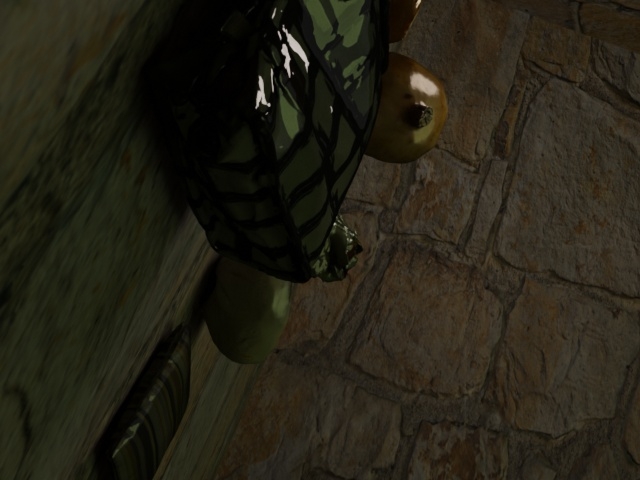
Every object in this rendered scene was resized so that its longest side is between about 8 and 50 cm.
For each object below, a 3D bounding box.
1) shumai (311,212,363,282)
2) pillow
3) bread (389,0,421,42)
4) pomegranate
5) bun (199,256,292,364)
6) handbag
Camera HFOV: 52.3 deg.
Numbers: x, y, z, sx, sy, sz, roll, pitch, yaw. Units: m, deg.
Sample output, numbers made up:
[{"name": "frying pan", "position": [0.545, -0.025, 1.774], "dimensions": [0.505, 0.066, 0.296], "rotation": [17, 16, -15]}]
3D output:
[{"name": "shumai", "position": [-0.002, -0.001, 1.555], "dimensions": [0.189, 0.218, 0.256], "rotation": [125, -11, -67]}, {"name": "pillow", "position": [-0.230, 0.248, 0.892], "dimensions": [0.208, 0.052, 0.212], "rotation": [104, 6, -46]}, {"name": "bread", "position": [0.144, -0.505, 1.366], "dimensions": [0.191, 0.132, 0.114], "rotation": [99, 15, -62]}, {"name": "pomegranate", "position": [0.179, -0.343, 1.669], "dimensions": [0.307, 0.307, 0.308], "rotation": [22, 90, -86]}, {"name": "bun", "position": [-0.124, 0.085, 1.040], "dimensions": [0.222, 0.127, 0.223], "rotation": [-171, -90, -73]}, {"name": "handbag", "position": [-0.030, -0.161, 0.675], "dimensions": [0.327, 0.162, 0.326], "rotation": [86, 23, -68]}]
